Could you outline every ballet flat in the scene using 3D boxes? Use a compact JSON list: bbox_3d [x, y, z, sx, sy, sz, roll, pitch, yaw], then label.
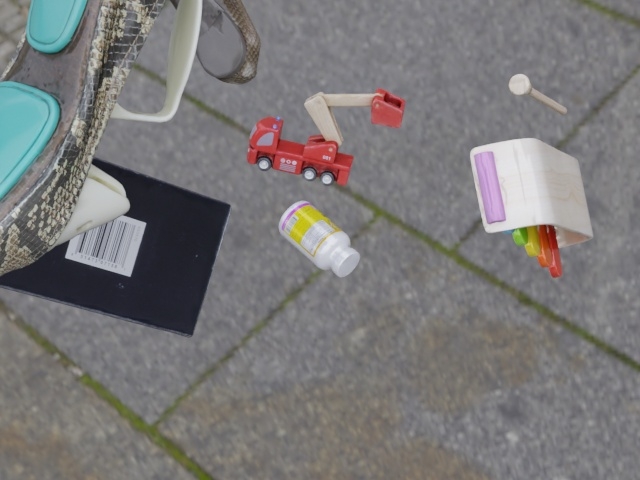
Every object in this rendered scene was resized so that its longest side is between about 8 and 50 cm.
[{"bbox_3d":[-0.208,-0.127,1.228,0.164,0.182,0.482,24,87,48],"label":"ballet flat"},{"bbox_3d":[-0.119,-0.262,1.419,0.084,0.058,0.250,-38,66,27],"label":"ballet flat"}]

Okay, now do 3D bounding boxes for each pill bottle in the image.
[{"bbox_3d":[0.000,0.000,1.390,0.043,0.043,0.083,-40,61,-16],"label":"pill bottle"}]

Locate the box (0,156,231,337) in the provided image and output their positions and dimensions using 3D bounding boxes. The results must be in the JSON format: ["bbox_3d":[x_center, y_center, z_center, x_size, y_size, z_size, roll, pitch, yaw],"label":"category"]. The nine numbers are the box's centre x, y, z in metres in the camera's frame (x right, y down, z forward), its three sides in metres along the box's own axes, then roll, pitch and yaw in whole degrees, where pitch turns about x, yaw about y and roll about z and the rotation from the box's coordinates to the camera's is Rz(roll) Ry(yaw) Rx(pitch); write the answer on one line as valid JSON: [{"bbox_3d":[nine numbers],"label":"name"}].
[{"bbox_3d":[-0.350,-0.026,1.745,0.312,0.343,0.179,12,84,49],"label":"box"}]

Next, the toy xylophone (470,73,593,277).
[{"bbox_3d":[0.295,-0.088,1.930,0.081,0.323,0.236,-14,72,23],"label":"toy xylophone"}]

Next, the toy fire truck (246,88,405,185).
[{"bbox_3d":[0.006,-0.145,1.853,0.192,0.135,0.047,13,27,1],"label":"toy fire truck"}]
